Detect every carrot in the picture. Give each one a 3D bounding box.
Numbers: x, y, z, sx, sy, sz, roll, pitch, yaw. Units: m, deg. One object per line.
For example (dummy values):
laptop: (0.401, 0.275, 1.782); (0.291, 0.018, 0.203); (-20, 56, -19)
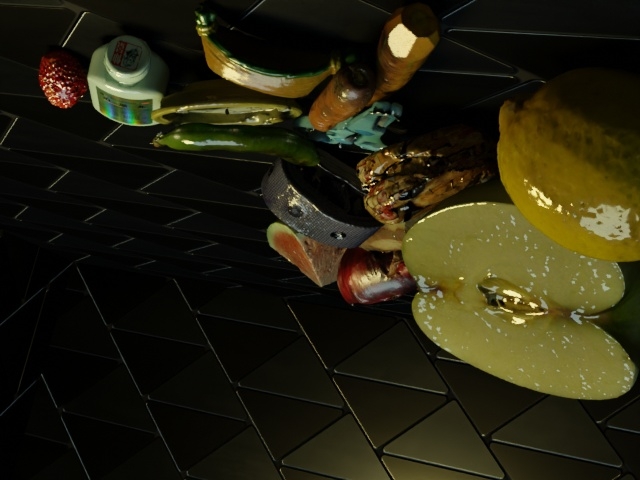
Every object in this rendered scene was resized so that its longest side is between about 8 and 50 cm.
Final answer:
carrot: (0.087, -0.224, 1.215); (0.066, 0.066, 0.314); (14, 170, -7)
carrot: (0.028, -0.187, 1.247); (0.060, 0.060, 0.186); (16, 167, -12)

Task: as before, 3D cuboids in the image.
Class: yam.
yam: (0.148, -0.046, 1.821); (0.128, 0.129, 0.238); (36, 162, -23)

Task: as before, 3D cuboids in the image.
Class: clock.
clock: (-0.145, -0.213, 1.448); (0.237, 0.057, 0.237); (-4, 179, 0)

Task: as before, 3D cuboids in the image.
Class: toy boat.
toy boat: (-0.062, -0.249, 1.254); (0.229, 0.089, 0.088); (15, 129, -7)

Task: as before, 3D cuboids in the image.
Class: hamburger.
hamburger: (0.167, -0.105, 1.448); (0.231, 0.107, 0.231); (-17, 167, -4)

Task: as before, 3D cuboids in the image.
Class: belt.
belt: (0.014, -0.084, 1.720); (0.230, 0.140, 0.126); (29, 144, -13)

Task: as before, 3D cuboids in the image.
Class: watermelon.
watermelon: (0.000, 0.000, 2.122); (0.256, 0.176, 0.260); (-4, 140, 6)

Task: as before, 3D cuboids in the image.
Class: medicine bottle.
medicine bottle: (-0.296, -0.248, 1.461); (0.121, 0.083, 0.229); (12, 168, -8)

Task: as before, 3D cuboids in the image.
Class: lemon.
lemon: (0.352, -0.091, 1.138); (0.263, 0.236, 0.236); (42, -172, 36)

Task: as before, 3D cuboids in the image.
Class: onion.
onion: (0.152, 0.022, 2.024); (0.272, 0.195, 0.272); (-27, -171, 5)

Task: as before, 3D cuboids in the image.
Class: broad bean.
broad bean: (-0.121, -0.157, 1.508); (0.292, 0.049, 0.144); (4, 176, -16)

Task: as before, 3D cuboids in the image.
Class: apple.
apple: (0.300, 0.068, 1.407); (0.360, 0.320, 0.311); (11, -179, 35)

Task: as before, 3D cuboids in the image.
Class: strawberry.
strawberry: (-0.421, -0.267, 1.536); (0.083, 0.083, 0.096); (7, 138, 25)

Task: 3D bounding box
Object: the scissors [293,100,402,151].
scissors: (0.060, -0.174, 1.410); (0.180, 0.032, 0.393); (10, 178, -7)
